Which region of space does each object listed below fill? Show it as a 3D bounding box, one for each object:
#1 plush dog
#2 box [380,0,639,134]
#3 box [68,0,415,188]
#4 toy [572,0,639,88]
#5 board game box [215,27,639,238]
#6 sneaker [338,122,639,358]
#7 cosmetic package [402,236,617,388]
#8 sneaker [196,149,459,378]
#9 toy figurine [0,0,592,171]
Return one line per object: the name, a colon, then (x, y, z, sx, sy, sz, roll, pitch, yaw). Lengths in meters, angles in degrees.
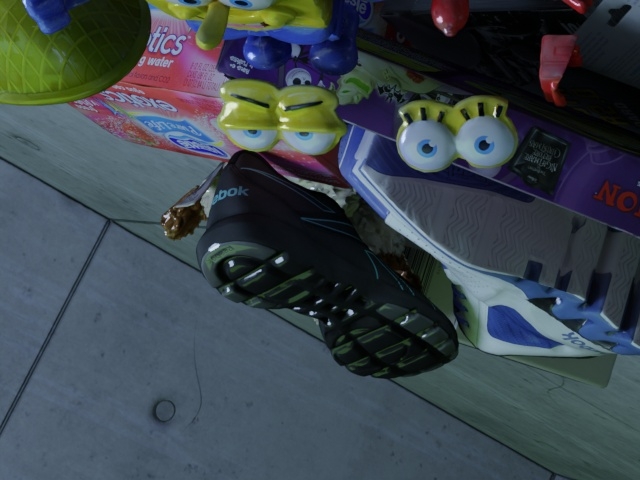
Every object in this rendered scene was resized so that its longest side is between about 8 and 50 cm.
plush dog: (0.000, 0.000, 1.214, 0.225, 0.210, 0.262, 49, -173, -7)
box: (0.180, -0.115, 0.910, 0.231, 0.056, 0.183, 34, 165, -36)
box: (-0.088, -0.158, 1.068, 0.300, 0.154, 0.142, 13, 164, 43)
toy: (0.270, -0.108, 0.748, 0.237, 0.056, 0.137, 21, 162, -5)
board game box: (0.129, -0.062, 0.805, 0.346, 0.056, 0.208, 23, -163, 12)
sneaker: (0.133, 0.014, 1.023, 0.315, 0.127, 0.182, 32, 154, -14)
cosmetic package: (0.182, 0.064, 1.419, 0.160, 0.113, 0.309, 16, 178, 42)
sneaker: (0.018, 0.022, 1.038, 0.101, 0.106, 0.267, -28, 136, 30)
toy figurine: (-0.057, -0.163, 0.633, 0.362, 0.191, 0.217, 8, 171, 15)
